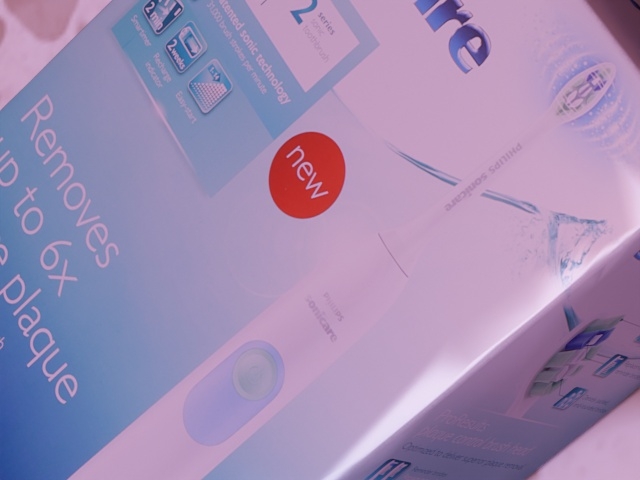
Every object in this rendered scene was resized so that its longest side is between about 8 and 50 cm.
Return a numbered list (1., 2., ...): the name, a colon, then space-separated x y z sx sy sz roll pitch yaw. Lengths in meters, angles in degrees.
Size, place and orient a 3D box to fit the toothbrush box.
1. toothbrush box: 0.000 0.000 0.746 0.295 0.126 0.216 -40 63 18
